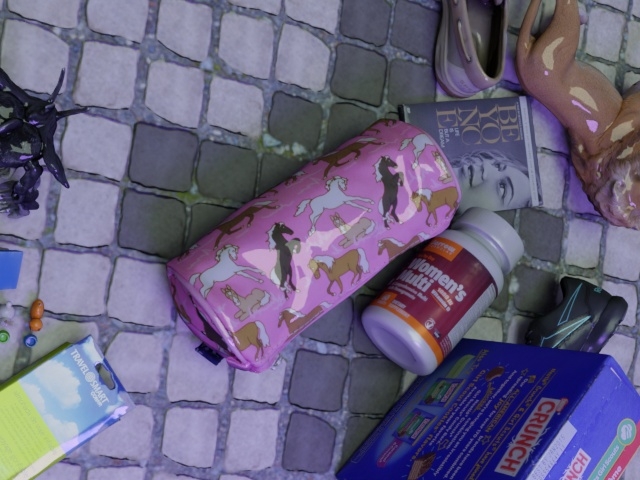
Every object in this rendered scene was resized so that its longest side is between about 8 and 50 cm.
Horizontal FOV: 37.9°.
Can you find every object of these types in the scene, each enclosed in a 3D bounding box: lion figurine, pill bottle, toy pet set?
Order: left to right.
[{"bbox_3d":[-0.355,0.063,1.010,0.122,0.065,0.114,11,96,-25],"label":"toy pet set"},{"bbox_3d":[0.166,0.063,1.243,0.221,0.121,0.121,-46,107,-20],"label":"pill bottle"},{"bbox_3d":[0.385,-0.214,1.363,0.392,0.142,0.240,41,75,-8],"label":"lion figurine"}]

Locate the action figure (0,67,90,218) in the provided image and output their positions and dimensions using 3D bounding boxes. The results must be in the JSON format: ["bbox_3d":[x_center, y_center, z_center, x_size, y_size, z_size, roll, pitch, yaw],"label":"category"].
[{"bbox_3d":[-0.373,-0.086,0.982,0.276,0.141,0.164,-31,100,-7],"label":"action figure"}]

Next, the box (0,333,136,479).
[{"bbox_3d":[-0.313,0.196,1.050,0.178,0.042,0.109,-34,103,-23],"label":"box"}]

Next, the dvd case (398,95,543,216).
[{"bbox_3d":[0.219,-0.120,1.331,0.221,0.018,0.164,-8,91,-26],"label":"dvd case"}]

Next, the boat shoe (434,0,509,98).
[{"bbox_3d":[0.221,-0.354,1.294,0.109,0.098,0.302,6,84,-26],"label":"boat shoe"}]

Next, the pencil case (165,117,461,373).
[{"bbox_3d":[0.000,0.000,1.146,0.386,0.160,0.167,-37,128,-23],"label":"pencil case"}]

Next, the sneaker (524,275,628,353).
[{"bbox_3d":[0.332,0.173,1.350,0.106,0.101,0.267,35,80,12],"label":"sneaker"}]

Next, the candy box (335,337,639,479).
[{"bbox_3d":[0.205,0.260,1.145,0.268,0.317,0.122,-47,107,-19],"label":"candy box"}]
